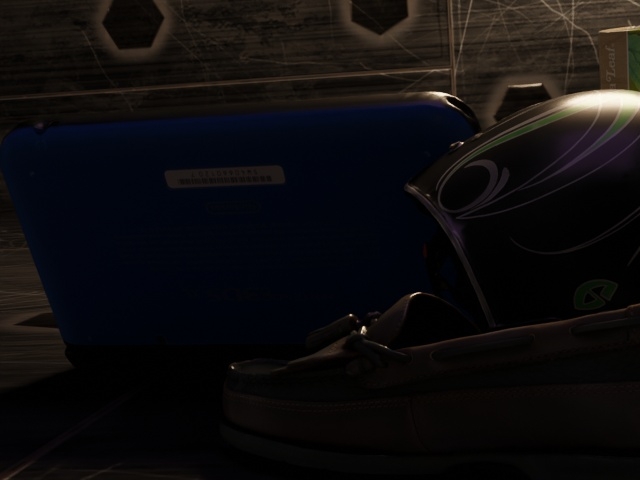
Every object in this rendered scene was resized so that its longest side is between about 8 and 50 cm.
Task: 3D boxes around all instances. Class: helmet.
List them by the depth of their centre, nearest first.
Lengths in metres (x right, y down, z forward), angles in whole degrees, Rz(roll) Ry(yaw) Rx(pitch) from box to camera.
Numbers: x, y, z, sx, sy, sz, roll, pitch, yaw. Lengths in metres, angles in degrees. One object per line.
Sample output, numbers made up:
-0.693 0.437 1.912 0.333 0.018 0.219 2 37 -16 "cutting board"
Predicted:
0.139 0.002 0.758 0.161 0.169 0.169 -21 7 -7 "helmet"

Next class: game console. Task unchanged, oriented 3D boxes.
-0.013 -0.004 0.959 0.293 0.250 0.173 -2 32 19 "game console"

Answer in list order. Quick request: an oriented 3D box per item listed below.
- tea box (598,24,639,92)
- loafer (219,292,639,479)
0.495 -0.112 1.476 0.329 0.220 0.323 -8 7 -44 "tea box"
0.067 0.055 0.642 0.267 0.084 0.096 0 7 38 "loafer"
